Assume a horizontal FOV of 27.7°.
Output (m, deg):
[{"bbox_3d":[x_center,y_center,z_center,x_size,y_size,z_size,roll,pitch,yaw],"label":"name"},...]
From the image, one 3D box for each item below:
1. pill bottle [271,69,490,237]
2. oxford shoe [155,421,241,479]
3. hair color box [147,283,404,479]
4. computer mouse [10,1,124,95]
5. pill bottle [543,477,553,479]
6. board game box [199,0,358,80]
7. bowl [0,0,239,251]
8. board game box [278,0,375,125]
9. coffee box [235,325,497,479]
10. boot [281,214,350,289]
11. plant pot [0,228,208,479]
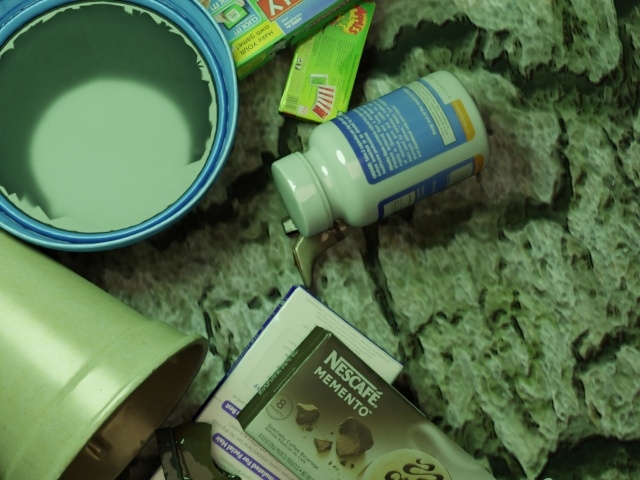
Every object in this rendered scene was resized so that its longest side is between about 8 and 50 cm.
[{"bbox_3d":[0.078,-0.110,1.748,0.272,0.152,0.152,-25,90,-10],"label":"pill bottle"},{"bbox_3d":[-0.141,0.343,1.661,0.096,0.083,0.227,-14,91,-9],"label":"oxford shoe"},{"bbox_3d":[-0.063,0.247,1.762,0.185,0.110,0.339,38,85,-3],"label":"hair color box"},{"bbox_3d":[-0.297,-0.214,1.776,0.188,0.072,0.272,-31,91,-5],"label":"computer mouse"},{"bbox_3d":[0.361,0.408,1.793,0.169,0.094,0.094,40,86,-2],"label":"pill bottle"},{"bbox_3d":[-0.041,-0.393,1.783,0.317,0.046,0.213,-35,73,-4],"label":"board game box"},{"bbox_3d":[-0.298,-0.174,1.698,0.391,0.077,0.391,0,79,0],"label":"bowl"},{"bbox_3d":[0.008,-0.253,1.812,0.092,0.043,0.181,15,88,-4],"label":"board game box"},{"bbox_3d":[0.057,0.268,1.661,0.297,0.119,0.168,43,84,-6],"label":"coffee box"},{"bbox_3d":[0.000,0.000,1.806,0.087,0.042,0.118,-18,90,-6],"label":"boot"},{"bbox_3d":[-0.366,0.159,1.662,0.305,0.334,0.334,39,86,10],"label":"plant pot"}]
